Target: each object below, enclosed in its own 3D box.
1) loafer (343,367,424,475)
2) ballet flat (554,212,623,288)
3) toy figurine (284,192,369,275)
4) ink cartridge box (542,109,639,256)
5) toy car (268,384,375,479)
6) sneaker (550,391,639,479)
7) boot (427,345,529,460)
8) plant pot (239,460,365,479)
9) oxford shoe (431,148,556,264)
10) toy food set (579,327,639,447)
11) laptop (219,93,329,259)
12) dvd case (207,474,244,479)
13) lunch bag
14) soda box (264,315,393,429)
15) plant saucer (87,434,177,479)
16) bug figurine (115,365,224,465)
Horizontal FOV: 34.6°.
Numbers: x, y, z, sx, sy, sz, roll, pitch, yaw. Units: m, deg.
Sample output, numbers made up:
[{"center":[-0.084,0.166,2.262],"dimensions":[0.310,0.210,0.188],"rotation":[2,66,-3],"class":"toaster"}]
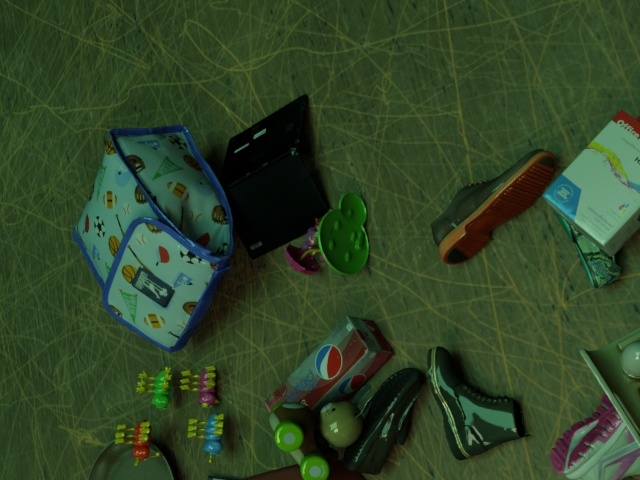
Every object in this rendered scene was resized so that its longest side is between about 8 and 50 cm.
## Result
[{"center":[0.126,0.331,1.870],"dimensions":[0.220,0.078,0.080],"rotation":[-56,19,3],"class":"loafer"},{"center":[0.437,-0.010,1.685],"dimensions":[0.070,0.070,0.188],"rotation":[-36,62,29],"class":"ballet flat"},{"center":[0.000,0.000,2.023],"dimensions":[0.159,0.130,0.173],"rotation":[-18,48,46],"class":"toy figurine"},{"center":[0.480,-0.106,1.611],"dimensions":[0.231,0.078,0.134],"rotation":[-49,60,5],"class":"ink cartridge box"},{"center":[0.017,0.320,1.842],"dimensions":[0.188,0.155,0.149],"rotation":[-37,97,-2],"class":"toy car"},{"center":[0.474,0.288,1.569],"dimensions":[0.252,0.111,0.103],"rotation":[-44,15,5],"class":"sneaker"},{"center":[0.271,0.263,1.762],"dimensions":[0.137,0.077,0.198],"rotation":[-23,80,30],"class":"boot"},{"center":[-0.065,0.535,1.869],"dimensions":[0.274,0.243,0.275],"rotation":[-9,76,39],"class":"plant pot"},{"center":[0.291,-0.078,1.793],"dimensions":[0.271,0.096,0.098],"rotation":[-44,51,25],"class":"oxford shoe"},{"center":[0.555,0.177,1.454],"dimensions":[0.306,0.092,0.220],"rotation":[-28,61,1],"class":"toy food set"},{"center":[-0.090,-0.135,2.177],"dimensions":[0.234,0.136,0.264],"rotation":[-26,40,33],"class":"laptop"},{"center":[-0.174,0.597,2.095],"dimensions":[0.164,0.018,0.221],"rotation":[-4,78,38],"class":"dvd case"},{"center":[-0.345,0.000,2.187],"dimensions":[0.385,0.238,0.328],"rotation":[56,136,26],"class":"lunch bag"},{"center":[0.014,0.265,1.961],"dimensions":[0.263,0.083,0.092],"rotation":[-48,54,23],"class":"soda box"},{"center":[-0.409,0.588,2.275],"dimensions":[0.310,0.050,0.311],"rotation":[-9,76,39],"class":"plant saucer"},{"center":[-0.299,0.371,2.186],"dimensions":[0.278,0.072,0.216],"rotation":[-9,61,28],"class":"bug figurine"}]
